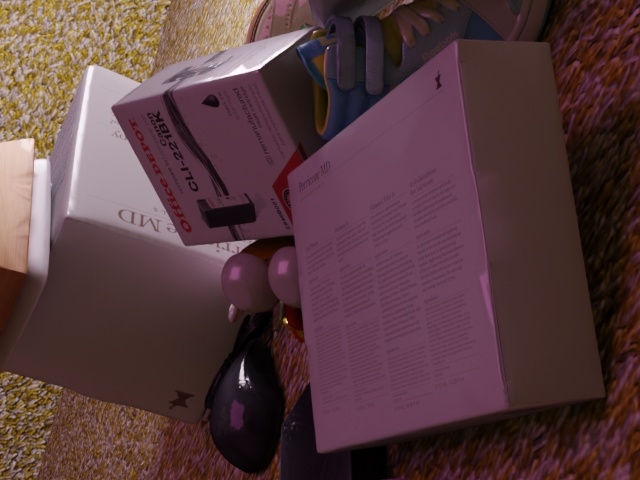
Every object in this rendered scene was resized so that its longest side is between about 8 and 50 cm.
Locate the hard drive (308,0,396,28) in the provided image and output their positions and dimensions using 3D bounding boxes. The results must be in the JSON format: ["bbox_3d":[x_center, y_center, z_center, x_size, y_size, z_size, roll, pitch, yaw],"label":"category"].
[{"bbox_3d":[0.088,-0.305,1.297,0.233,0.047,0.353,-34,-2,1],"label":"hard drive"}]

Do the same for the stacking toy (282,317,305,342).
[{"bbox_3d":[0.000,0.000,1.666,0.221,0.052,0.167,-66,20,14],"label":"stacking toy"}]

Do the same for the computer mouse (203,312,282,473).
[{"bbox_3d":[-0.114,0.211,1.762,0.272,0.072,0.188,-115,46,-66],"label":"computer mouse"}]

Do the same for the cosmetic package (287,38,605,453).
[{"bbox_3d":[0.088,0.025,1.146,0.377,0.097,0.284,149,115,-64],"label":"cosmetic package"}]

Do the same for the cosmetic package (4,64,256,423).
[{"bbox_3d":[-0.276,0.006,2.031,0.327,0.329,0.393,-59,22,34],"label":"cosmetic package"}]

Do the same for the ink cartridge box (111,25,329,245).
[{"bbox_3d":[-0.082,-0.109,1.477,0.273,0.197,0.114,-5,28,48],"label":"ink cartridge box"}]

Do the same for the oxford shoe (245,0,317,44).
[{"bbox_3d":[-0.003,-0.313,1.838,0.146,0.140,0.397,39,113,64],"label":"oxford shoe"}]

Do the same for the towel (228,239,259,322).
[{"bbox_3d":[-0.075,0.005,1.776,0.144,0.029,0.197,110,-174,-56],"label":"towel"}]

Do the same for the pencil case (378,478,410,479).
[{"bbox_3d":[0.056,0.300,1.117,0.086,0.088,0.206,123,157,-45],"label":"pencil case"}]

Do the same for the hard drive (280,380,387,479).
[{"bbox_3d":[0.011,0.245,1.368,0.254,0.054,0.172,-94,28,-51],"label":"hard drive"}]

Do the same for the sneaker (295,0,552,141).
[{"bbox_3d":[0.096,-0.213,1.299,0.127,0.208,0.319,-116,46,-68],"label":"sneaker"}]

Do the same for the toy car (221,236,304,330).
[{"bbox_3d":[-0.010,0.043,1.506,0.182,0.136,0.159,-8,26,42],"label":"toy car"}]

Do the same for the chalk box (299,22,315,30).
[{"bbox_3d":[0.032,-0.167,1.583,0.213,0.132,0.132,-121,51,-69],"label":"chalk box"}]

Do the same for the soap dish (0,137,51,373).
[{"bbox_3d":[-0.465,0.021,1.842,0.229,0.118,0.291,-58,27,34],"label":"soap dish"}]
